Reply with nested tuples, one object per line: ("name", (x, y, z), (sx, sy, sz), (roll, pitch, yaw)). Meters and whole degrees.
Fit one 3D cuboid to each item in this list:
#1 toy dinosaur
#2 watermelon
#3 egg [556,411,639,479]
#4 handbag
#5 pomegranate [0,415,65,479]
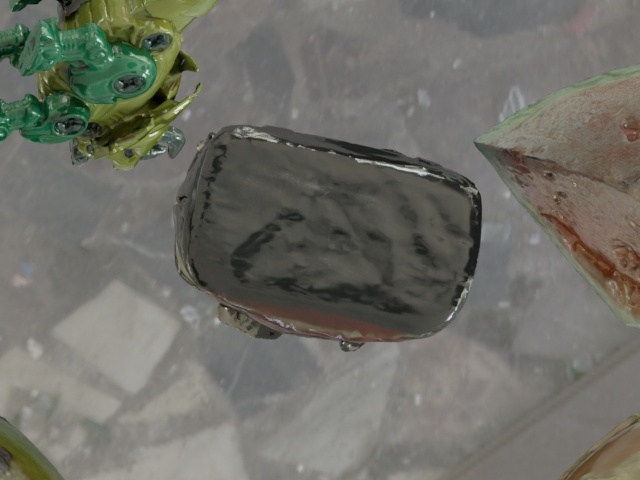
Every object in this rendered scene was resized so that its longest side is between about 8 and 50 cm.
("toy dinosaur", (-0.122, -0.123, 0.892), (0.153, 0.094, 0.259), (3, 147, -31))
("watermelon", (0.289, -0.023, 1.176), (0.256, 0.176, 0.260), (-29, 104, 31))
("egg", (0.177, 0.151, 0.564), (0.245, 0.203, 0.203), (-16, 122, -34))
("handbag", (0.000, 0.000, 1.247), (0.254, 0.181, 0.181), (9, 88, -8))
("pomegranate", (-0.304, 0.193, 0.956), (0.291, 0.291, 0.323), (-44, 79, 24))
